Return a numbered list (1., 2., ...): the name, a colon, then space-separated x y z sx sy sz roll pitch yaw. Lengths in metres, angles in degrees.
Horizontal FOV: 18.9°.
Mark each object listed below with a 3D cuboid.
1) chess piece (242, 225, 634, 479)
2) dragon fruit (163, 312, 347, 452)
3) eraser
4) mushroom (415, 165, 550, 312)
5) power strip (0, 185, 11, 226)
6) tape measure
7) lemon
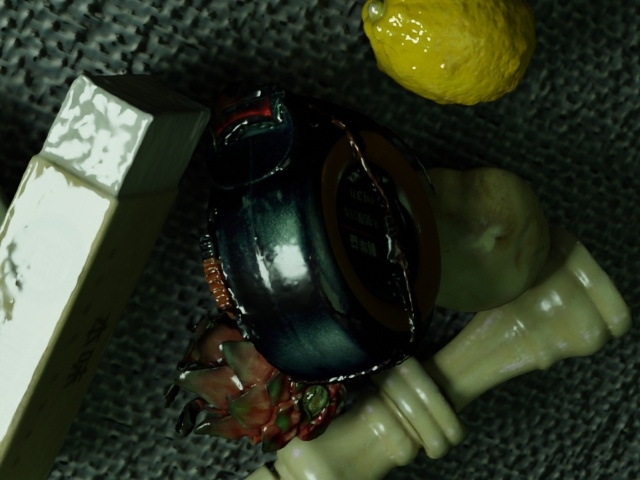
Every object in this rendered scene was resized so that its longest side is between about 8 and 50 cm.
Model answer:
1. chess piece: 0.083 0.146 1.660 0.397 0.117 0.117 -36 126 -7
2. dragon fruit: -0.048 0.111 1.569 0.142 0.121 0.130 31 64 -12
3. eraser: -0.198 0.041 1.430 0.343 0.078 0.144 -64 168 12
4. mushroom: 0.118 -0.005 1.600 0.148 0.148 0.112 59 40 -36
5. power strip: -0.343 0.001 1.375 0.256 0.070 0.105 -33 126 -12
6. tape measure: 0.000 0.000 1.477 0.135 0.223 0.202 -18 161 30
7. lemon: 0.101 -0.164 1.509 0.155 0.114 0.114 12 108 -29
